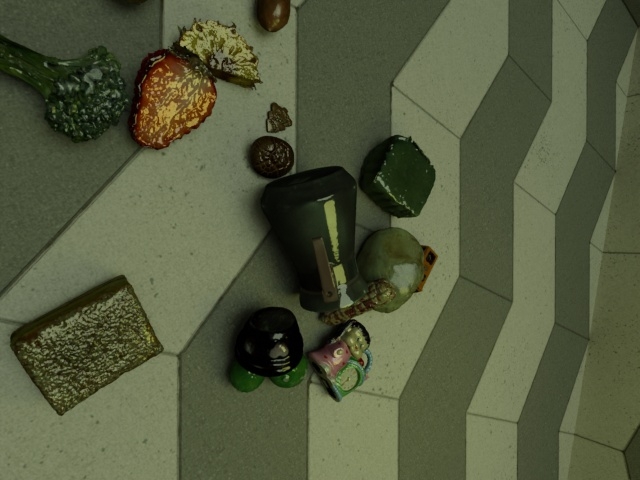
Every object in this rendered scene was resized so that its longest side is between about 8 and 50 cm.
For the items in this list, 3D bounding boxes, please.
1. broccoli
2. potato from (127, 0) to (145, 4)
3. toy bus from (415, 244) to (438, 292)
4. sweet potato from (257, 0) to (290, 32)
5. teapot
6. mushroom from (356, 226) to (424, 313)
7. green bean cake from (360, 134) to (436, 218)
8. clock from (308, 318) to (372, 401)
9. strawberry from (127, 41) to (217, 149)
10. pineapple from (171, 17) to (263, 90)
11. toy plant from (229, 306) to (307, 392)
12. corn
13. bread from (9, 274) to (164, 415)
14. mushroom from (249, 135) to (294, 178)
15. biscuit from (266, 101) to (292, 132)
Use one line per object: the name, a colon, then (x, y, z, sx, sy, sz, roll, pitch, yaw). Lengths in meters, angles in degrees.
broccoli: (-0.505, -0.339, 0.832, 0.275, 0.177, 0.199, 46, 71, -12)
potato: (-0.397, -0.657, 0.904, 0.191, 0.141, 0.297, 15, 81, -51)
toy bus: (0.319, 0.110, 1.445, 0.083, 0.088, 0.195, 42, 68, -27)
sweet potato: (-0.131, -0.687, 1.126, 0.097, 0.097, 0.293, -3, 84, -35)
teapot: (0.000, 0.000, 1.108, 0.252, 0.300, 0.345, -14, 107, 4)
mushroom: (0.217, 0.085, 1.306, 0.189, 0.164, 0.267, 41, 83, -15)
green bean cake: (0.253, -0.209, 1.377, 0.227, 0.124, 0.223, 39, 71, -27)
clock: (0.076, 0.353, 1.271, 0.195, 0.100, 0.194, -38, 115, -26)
strawberry: (-0.356, -0.324, 0.961, 0.237, 0.111, 0.190, -53, 144, -2)
pineapple: (-0.244, -0.476, 1.049, 0.232, 0.079, 0.135, 14, 80, -35)
toy plant: (-0.126, 0.293, 1.096, 0.217, 0.175, 0.236, -5, 121, -28)
corn: (0.107, 0.182, 1.227, 0.079, 0.237, 0.080, 45, 25, -28)
bread: (-0.472, 0.205, 0.876, 0.234, 0.110, 0.185, -31, 111, -29)
mushroom: (-0.127, -0.222, 1.128, 0.126, 0.085, 0.110, 5, 88, -29)
biscuit: (-0.120, -0.334, 1.175, 0.082, 0.016, 0.092, 49, 63, -26)
